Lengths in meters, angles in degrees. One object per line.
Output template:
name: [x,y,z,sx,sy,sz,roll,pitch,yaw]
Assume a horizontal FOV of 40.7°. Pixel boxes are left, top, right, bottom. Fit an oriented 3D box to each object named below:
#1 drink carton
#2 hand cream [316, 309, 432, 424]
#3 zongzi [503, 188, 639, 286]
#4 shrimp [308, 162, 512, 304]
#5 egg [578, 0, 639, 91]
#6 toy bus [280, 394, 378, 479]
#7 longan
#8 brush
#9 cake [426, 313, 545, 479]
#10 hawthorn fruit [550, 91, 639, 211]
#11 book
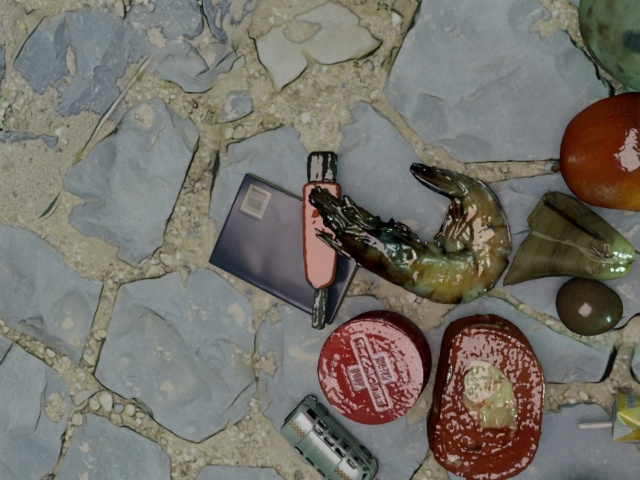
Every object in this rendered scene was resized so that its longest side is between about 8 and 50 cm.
drink carton: [0.533,0.299,1.429,0.200,0.084,0.075,7,118,14]
hand cream: [0.098,0.220,1.523,0.193,0.125,0.193,0,92,16]
zongzi: [0.400,0.038,1.422,0.197,0.099,0.194,-61,37,17]
shrimp: [0.162,-0.035,1.496,0.365,0.071,0.233,29,94,-2]
egg: [0.591,-0.369,1.246,0.428,0.345,0.345,-8,90,24]
toy bus: [0.014,0.380,1.572,0.194,0.089,0.087,44,103,9]
longan: [0.448,0.107,1.439,0.113,0.092,0.113,0,51,0]
brush: [0.000,0.000,1.556,0.070,0.051,0.323,3,90,8]
cake: [0.282,0.267,1.466,0.177,0.151,0.283,9,95,3]
hawthorn fruit: [0.468,-0.136,1.392,0.225,0.196,0.197,-9,90,44]
book: [-0.059,0.014,1.610,0.269,0.025,0.191,26,100,13]
